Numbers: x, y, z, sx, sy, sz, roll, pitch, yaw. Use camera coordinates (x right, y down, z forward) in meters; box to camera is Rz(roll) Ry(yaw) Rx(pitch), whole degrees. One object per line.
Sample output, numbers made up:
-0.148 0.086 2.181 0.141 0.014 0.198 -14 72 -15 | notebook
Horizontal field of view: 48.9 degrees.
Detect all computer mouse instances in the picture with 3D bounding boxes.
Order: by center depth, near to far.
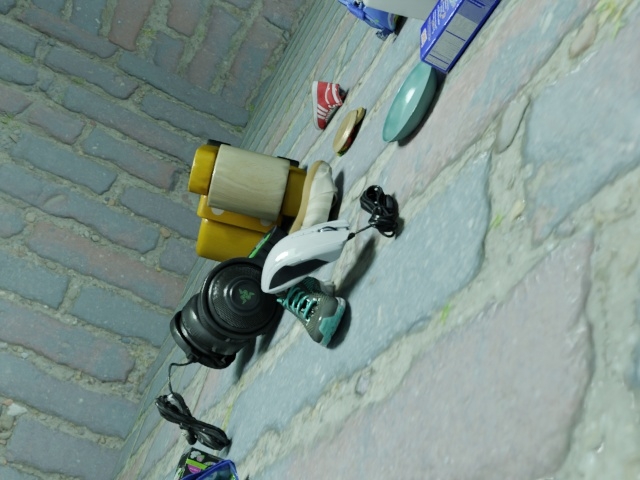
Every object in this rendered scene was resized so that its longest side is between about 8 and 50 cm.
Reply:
0.000 0.000 0.823 0.193 0.042 0.106 -30 26 17 | computer mouse

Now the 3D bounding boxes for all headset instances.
-0.140 0.145 1.168 0.243 0.185 0.394 -46 8 46 | headset

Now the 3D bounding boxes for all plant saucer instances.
0.116 -0.173 0.890 0.119 0.021 0.119 -59 14 24 | plant saucer

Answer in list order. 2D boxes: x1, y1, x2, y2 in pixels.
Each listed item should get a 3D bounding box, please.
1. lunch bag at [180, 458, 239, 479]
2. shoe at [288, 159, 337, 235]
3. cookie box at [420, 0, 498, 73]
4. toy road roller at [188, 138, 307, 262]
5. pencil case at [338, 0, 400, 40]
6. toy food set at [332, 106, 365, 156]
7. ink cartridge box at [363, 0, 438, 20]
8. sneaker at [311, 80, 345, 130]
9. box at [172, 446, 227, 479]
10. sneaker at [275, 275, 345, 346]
-0.154 0.357 0.859 0.128 0.096 0.151 -62 -1 25 | lunch bag
-0.006 -0.042 1.078 0.076 0.058 0.219 99 -175 -45 | shoe
0.162 -0.268 0.836 0.107 0.040 0.091 -54 17 39 | cookie box
-0.153 -0.057 1.373 0.329 0.203 0.240 -121 44 -80 | toy road roller
0.137 -0.495 1.161 0.306 0.119 0.133 -60 -10 23 | pencil case
0.045 -0.184 1.189 0.082 0.020 0.083 -36 32 65 | toy food set
0.142 -0.436 0.881 0.273 0.115 0.198 107 176 -77 | ink cartridge box
0.019 -0.269 1.423 0.118 0.067 0.042 83 -166 -50 | sneaker
-0.178 0.350 1.008 0.052 0.062 0.083 -48 21 49 | box
-0.020 0.077 0.853 0.065 0.076 0.166 -65 13 4 | sneaker
